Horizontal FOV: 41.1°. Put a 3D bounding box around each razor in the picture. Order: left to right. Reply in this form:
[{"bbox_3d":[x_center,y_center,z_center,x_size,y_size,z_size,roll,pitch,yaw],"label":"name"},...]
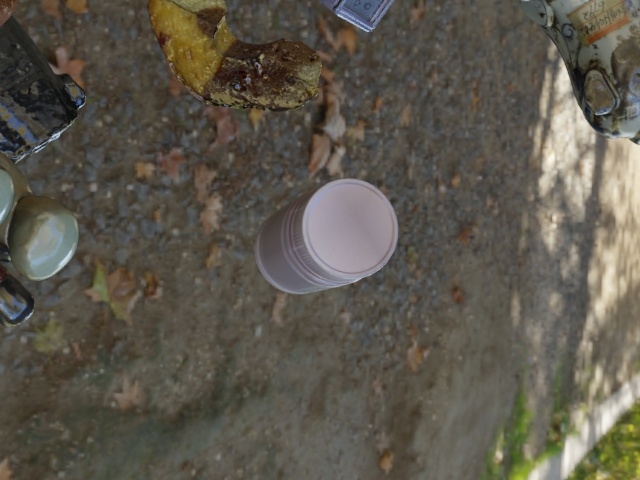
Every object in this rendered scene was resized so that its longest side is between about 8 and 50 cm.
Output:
[{"bbox_3d":[-0.511,-0.269,1.268,0.327,0.107,0.189,47,48,-8],"label":"razor"}]

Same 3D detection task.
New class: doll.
[{"bbox_3d":[-0.410,0.012,0.835,0.174,0.330,0.235,60,8,33],"label":"doll"}]

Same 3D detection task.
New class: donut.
[{"bbox_3d":[-0.136,-0.295,1.385,0.112,0.295,0.151,-60,-179,-41],"label":"donut"}]

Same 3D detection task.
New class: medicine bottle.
[{"bbox_3d":[0.000,0.000,1.132,0.250,0.133,0.133,155,-58,-73],"label":"medicine bottle"}]

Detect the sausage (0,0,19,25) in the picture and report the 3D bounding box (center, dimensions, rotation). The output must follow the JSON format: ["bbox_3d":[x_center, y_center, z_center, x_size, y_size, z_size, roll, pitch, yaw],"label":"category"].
[{"bbox_3d":[-0.417,-0.264,0.920,0.258,0.133,0.133,-77,161,-70],"label":"sausage"}]

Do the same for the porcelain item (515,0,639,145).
[{"bbox_3d":[0.310,-0.241,0.945,0.288,0.138,0.186,61,17,1],"label":"porcelain item"}]

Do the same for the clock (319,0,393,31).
[{"bbox_3d":[0.099,-0.531,1.712,0.193,0.073,0.145,-53,150,19],"label":"clock"}]
